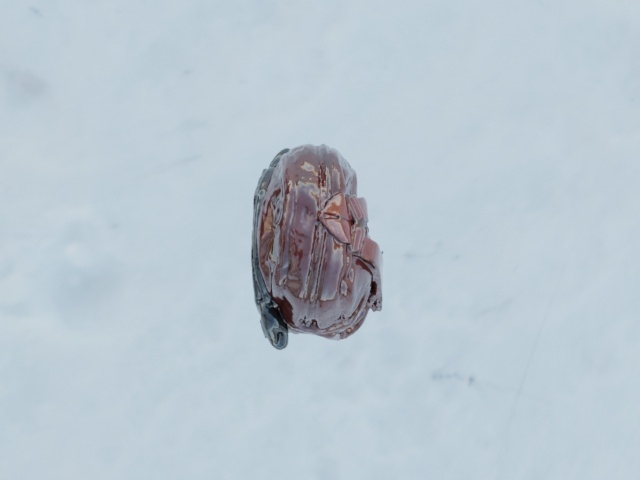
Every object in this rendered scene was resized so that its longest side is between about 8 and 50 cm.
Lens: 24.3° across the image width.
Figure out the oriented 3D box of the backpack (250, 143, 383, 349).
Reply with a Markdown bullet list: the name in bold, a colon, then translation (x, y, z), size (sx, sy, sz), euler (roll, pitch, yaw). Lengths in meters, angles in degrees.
- **backpack**: translation (-0.003, 0.000, 1.564), size (0.139, 0.229, 0.229), euler (1, 96, 2)
